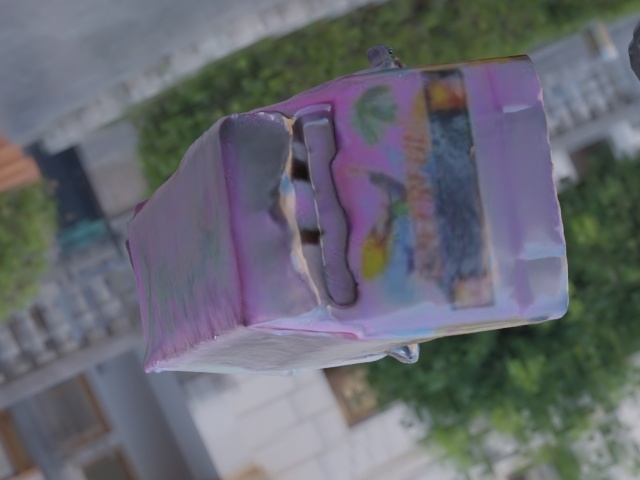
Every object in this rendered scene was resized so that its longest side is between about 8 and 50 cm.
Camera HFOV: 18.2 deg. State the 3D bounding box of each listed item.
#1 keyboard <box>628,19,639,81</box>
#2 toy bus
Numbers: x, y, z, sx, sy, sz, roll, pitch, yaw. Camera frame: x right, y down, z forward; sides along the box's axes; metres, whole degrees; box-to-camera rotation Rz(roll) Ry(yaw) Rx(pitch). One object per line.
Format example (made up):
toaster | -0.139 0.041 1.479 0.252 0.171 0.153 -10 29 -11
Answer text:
keyboard | 0.217 -0.107 1.010 0.016 0.106 0.262 -27 168 -14
toy bus | 0.000 0.001 0.705 0.112 0.090 0.274 -7 174 -12
